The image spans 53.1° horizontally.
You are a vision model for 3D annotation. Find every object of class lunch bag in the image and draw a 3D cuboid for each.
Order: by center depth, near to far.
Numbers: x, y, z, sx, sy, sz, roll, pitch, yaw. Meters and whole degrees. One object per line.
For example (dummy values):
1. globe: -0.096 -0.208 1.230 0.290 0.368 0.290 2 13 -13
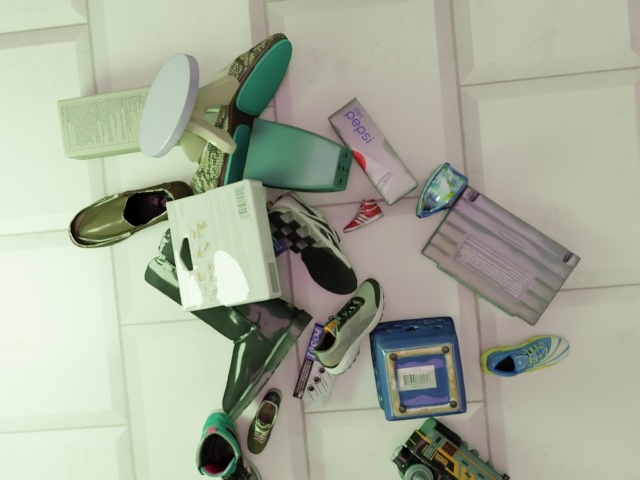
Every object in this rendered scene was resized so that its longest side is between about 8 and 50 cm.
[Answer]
1. lunch bag: 0.306 -0.120 1.674 0.096 0.129 0.151 40 94 3

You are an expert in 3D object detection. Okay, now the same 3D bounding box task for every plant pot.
1. plant pot: -0.048 -0.205 1.650 0.234 0.166 0.165 12 93 21
2. plant pot: 0.252 0.334 1.653 0.236 0.212 0.235 -7 92 4

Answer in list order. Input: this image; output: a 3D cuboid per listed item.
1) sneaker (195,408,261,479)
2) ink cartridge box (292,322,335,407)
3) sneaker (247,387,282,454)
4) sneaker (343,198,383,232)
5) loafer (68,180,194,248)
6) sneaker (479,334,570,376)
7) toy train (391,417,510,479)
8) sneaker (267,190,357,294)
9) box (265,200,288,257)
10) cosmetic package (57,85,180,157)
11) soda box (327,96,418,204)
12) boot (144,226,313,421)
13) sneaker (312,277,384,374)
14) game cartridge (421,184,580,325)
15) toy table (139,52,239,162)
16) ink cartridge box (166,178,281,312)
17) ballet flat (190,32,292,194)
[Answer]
1. sneaker: -0.243 0.614 1.718 0.124 0.178 0.295 -24 90 5
2. ink cartridge box: 0.000 0.341 1.756 0.097 0.046 0.207 18 93 2
3. sneaker: -0.160 0.504 1.754 0.064 0.086 0.192 21 94 4
4. sneaker: 0.105 -0.069 1.735 0.118 0.042 0.067 -26 94 -3
5. loafer: -0.530 -0.080 1.741 0.366 0.130 0.133 -22 90 5
6. sneaker: 0.542 0.313 1.671 0.240 0.126 0.091 -16 91 5
7. toy train: 0.353 0.628 1.699 0.334 0.142 0.190 38 85 2
8. sneaker: 0.000 0.000 1.710 0.122 0.146 0.330 -24 116 34
9. box: -0.187 0.012 1.766 0.225 0.036 0.136 -37 89 6
10. cosmetic package: -0.537 -0.319 1.743 0.310 0.113 0.160 -6 92 4
11. soda box: 0.139 -0.233 1.702 0.098 0.091 0.286 -35 89 5
12. boot: -0.298 0.215 1.725 0.445 0.146 0.367 35 98 3
13. sneaker: 0.075 0.213 1.669 0.108 0.100 0.271 40 72 -32
14. game cartridge: 0.473 0.042 1.703 0.355 0.068 0.230 34 98 2
15. toy table: -0.321 -0.315 1.589 0.274 0.161 0.252 -44 56 34
16. ink cartridge box: -0.247 0.018 1.619 0.261 0.066 0.296 -12 86 25
17. ballet flat: -0.239 -0.337 1.709 0.182 0.164 0.482 22 96 23
